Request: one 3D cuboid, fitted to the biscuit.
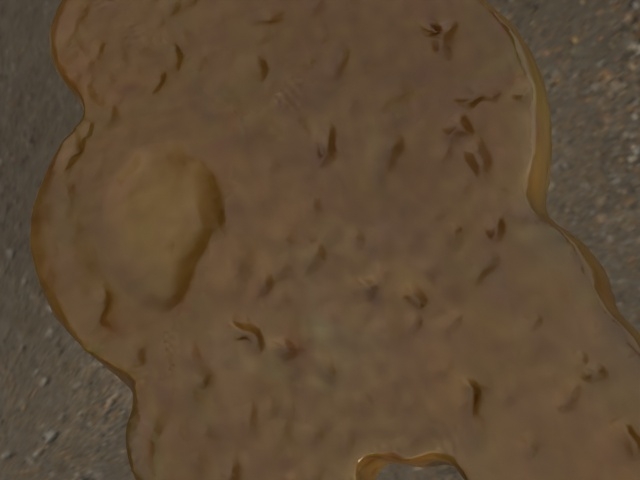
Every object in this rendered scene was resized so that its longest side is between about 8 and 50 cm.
[{"bbox_3d":[-0.003,0.001,0.340,0.144,0.040,0.236,-24,67,4],"label":"biscuit"}]
